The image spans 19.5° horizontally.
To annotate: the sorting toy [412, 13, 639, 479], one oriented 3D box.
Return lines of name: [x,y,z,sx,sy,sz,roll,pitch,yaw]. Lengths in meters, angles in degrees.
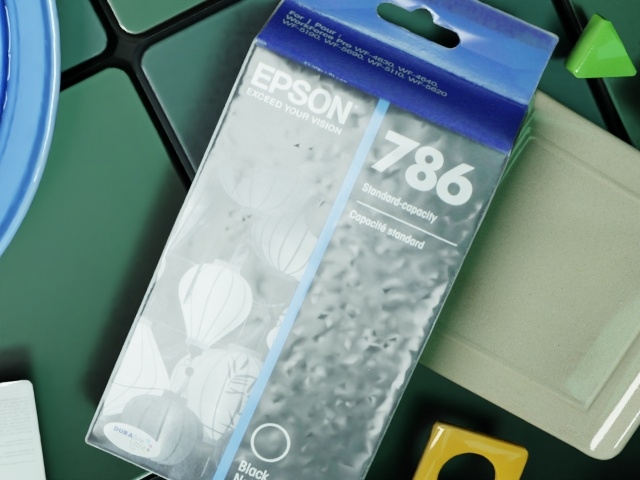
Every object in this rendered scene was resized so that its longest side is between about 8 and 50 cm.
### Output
sorting toy: [0.143,0.019,1.152,0.196,0.047,0.347,30,100,-12]

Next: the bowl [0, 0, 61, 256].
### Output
bowl: [-0.335,-0.099,0.981,0.391,0.077,0.391,-4,101,-22]

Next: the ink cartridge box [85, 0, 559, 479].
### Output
ink cartridge box: [0.000,0.000,1.092,0.165,0.065,0.332,23,99,3]

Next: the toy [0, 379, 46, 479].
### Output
toy: [-0.227,0.203,1.132,0.137,0.056,0.237,-7,101,-4]
